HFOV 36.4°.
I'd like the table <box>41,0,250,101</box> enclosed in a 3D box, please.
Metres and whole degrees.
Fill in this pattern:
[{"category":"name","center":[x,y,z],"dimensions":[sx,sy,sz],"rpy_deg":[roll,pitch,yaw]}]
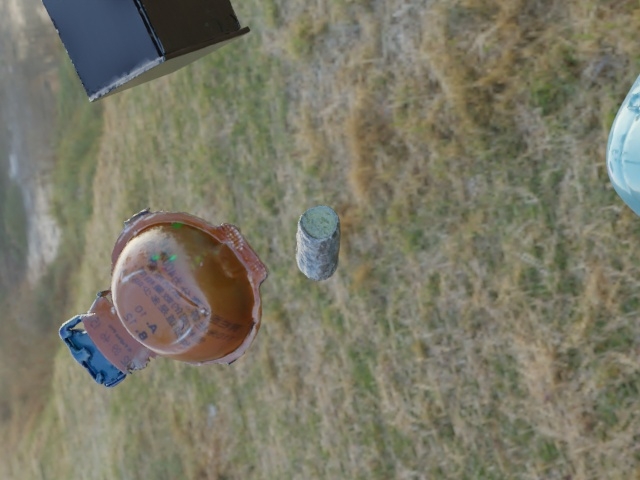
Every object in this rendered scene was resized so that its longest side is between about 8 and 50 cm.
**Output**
[{"category":"table","center":[-0.234,-0.314,1.264],"dimensions":[0.172,0.169,0.193],"rpy_deg":[-18,100,41]}]

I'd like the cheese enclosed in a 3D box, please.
[{"category":"cheese","center":[-0.198,0.082,1.201],"dimensions":[0.329,0.129,0.217],"rpy_deg":[-34,96,32]}]

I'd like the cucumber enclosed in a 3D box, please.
[{"category":"cucumber","center":[0.000,0.001,1.283],"dimensions":[0.112,0.064,0.064],"rpy_deg":[97,152,-55]}]

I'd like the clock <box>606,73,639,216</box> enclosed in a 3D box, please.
[{"category":"clock","center":[0.373,-0.076,0.783],"dimensions":[0.223,0.274,0.094],"rpy_deg":[-59,25,-5]}]
